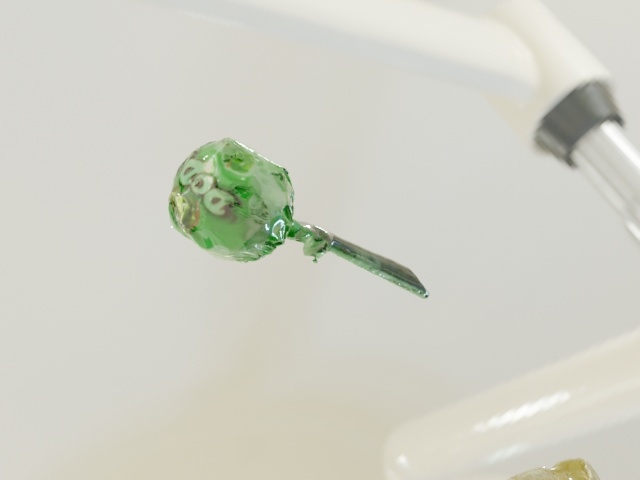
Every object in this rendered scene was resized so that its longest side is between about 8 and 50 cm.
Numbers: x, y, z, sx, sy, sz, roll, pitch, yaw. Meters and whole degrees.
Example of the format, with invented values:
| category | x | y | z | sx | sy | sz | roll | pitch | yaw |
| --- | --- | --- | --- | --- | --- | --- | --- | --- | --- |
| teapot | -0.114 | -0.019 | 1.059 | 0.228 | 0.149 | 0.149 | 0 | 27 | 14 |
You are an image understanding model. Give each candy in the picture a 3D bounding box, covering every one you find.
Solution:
| category | x | y | z | sx | sy | sz | roll | pitch | yaw |
| --- | --- | --- | --- | --- | --- | --- | --- | --- | --- |
| candy | 0.001 | 0.002 | 1.260 | 0.097 | 0.097 | 0.323 | -47 | -39 | 16 |

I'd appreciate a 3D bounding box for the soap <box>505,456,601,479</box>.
| category | x | y | z | sx | sy | sz | roll | pitch | yaw |
| --- | --- | --- | --- | --- | --- | --- | --- | --- | --- |
| soap | 0.165 | 0.339 | 1.350 | 0.091 | 0.199 | 0.315 | -6 | -29 | -26 |
